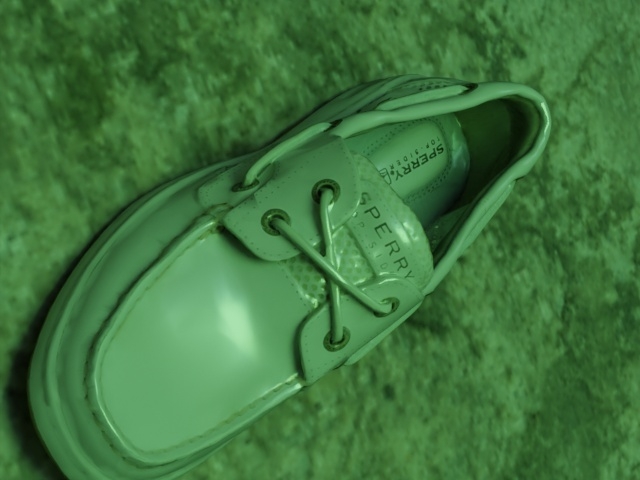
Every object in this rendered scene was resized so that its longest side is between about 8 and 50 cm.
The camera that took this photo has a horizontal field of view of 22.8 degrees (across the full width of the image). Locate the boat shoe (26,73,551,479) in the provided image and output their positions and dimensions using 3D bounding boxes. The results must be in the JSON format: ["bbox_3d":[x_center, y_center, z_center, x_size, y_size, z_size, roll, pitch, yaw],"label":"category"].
[{"bbox_3d":[0.000,0.000,0.638,0.277,0.096,0.098,-43,111,-40],"label":"boat shoe"}]
